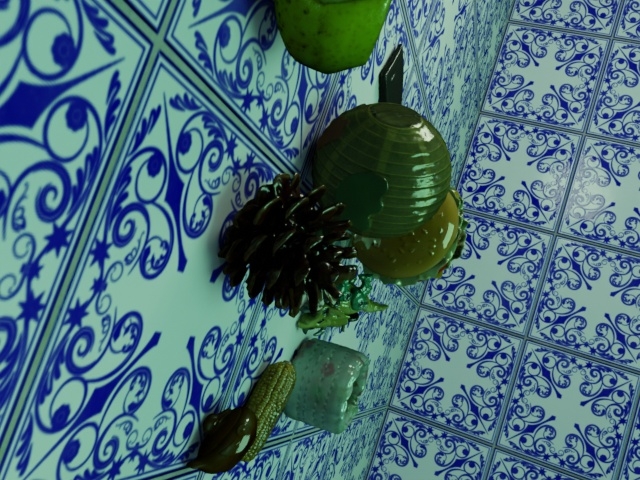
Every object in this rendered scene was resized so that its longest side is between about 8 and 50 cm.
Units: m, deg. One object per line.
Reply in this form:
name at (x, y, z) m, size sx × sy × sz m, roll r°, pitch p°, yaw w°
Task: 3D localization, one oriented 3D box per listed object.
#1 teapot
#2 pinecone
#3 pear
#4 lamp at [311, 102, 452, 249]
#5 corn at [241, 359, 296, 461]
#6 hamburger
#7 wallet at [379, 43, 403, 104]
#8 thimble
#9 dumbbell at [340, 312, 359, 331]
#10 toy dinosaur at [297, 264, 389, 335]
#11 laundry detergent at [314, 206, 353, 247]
teapot at (-0.157, 0.311, 0.992) m, size 0.129 × 0.078 × 0.098 m, roll -48°, pitch -168°, yaw -28°
pinecone at (-0.036, 0.012, 0.891) m, size 0.208 × 0.208 × 0.207 m, roll 16°, pitch 90°, yaw -72°
pear at (0.031, -0.347, 0.837) m, size 0.238 × 0.164 × 0.255 m, roll -86°, pitch -161°, yaw -83°
lamp at (0.105, -0.103, 1.124) m, size 0.250 × 0.250 × 0.284 m, roll -53°, pitch 157°, yaw -49°
corn at (-0.104, 0.306, 1.147) m, size 0.207 × 0.068 × 0.068 m, roll -59°, pitch 158°, yaw -32°
hamburger at (0.189, -0.031, 1.406) m, size 0.212 × 0.275 × 0.274 m, roll -2°, pitch 108°, yaw -72°
wallet at (0.170, -0.328, 1.482) m, size 0.244 × 0.025 × 0.124 m, roll 82°, pitch 30°, yaw -52°
thimble at (0.014, 0.323, 1.392) m, size 0.211 × 0.149 × 0.185 m, roll 75°, pitch 33°, yaw -60°
dumbbell at (0.066, 0.153, 1.522) m, size 0.069 × 0.069 × 0.147 m, roll -30°, pitch 134°, yaw -66°
toy dinosaur at (0.065, 0.122, 1.362) m, size 0.259 × 0.094 × 0.153 m, roll -2°, pitch 114°, yaw -39°
laundry detergent at (0.000, 0.000, 1.204) m, size 0.211 × 0.063 × 0.137 m, roll -43°, pitch 143°, yaw -54°
